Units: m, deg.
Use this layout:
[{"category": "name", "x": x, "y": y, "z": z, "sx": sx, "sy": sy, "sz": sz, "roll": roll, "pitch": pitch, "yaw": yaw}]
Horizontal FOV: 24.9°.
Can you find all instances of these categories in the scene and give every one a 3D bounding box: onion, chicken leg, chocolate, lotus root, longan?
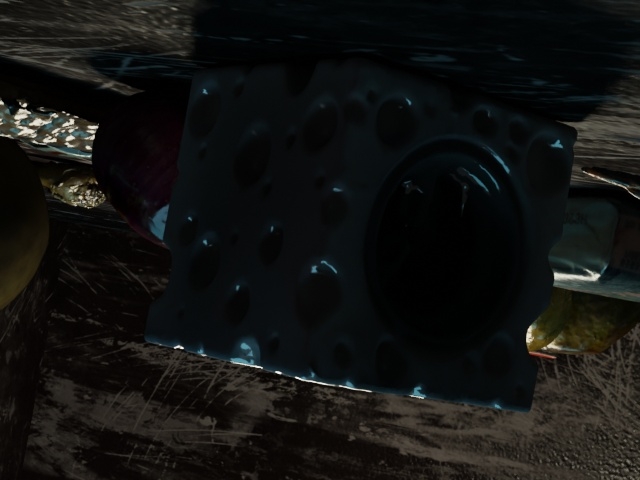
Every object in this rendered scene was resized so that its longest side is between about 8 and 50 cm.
[{"category": "onion", "x": -0.136, "y": -0.070, "z": 1.396, "sx": 0.177, "sy": 0.154, "sz": 0.177, "roll": 13, "pitch": -167, "yaw": -3}, {"category": "chicken leg", "x": -0.439, "y": -0.106, "z": 2.349, "sx": 0.197, "sy": 0.069, "sz": 0.085, "roll": 17, "pitch": -160, "yaw": -2}, {"category": "chocolate", "x": -0.306, "y": -0.140, "z": 1.454, "sx": 0.102, "sy": 0.065, "sz": 0.329, "roll": -13, "pitch": 163, "yaw": 42}, {"category": "lotus root", "x": 0.384, "y": 0.081, "z": 2.071, "sx": 0.199, "sy": 0.180, "sz": 0.188, "roll": 11, "pitch": 173, "yaw": 0}, {"category": "longan", "x": -0.506, "y": -0.028, "z": 1.878, "sx": 0.318, "sy": 0.319, "sz": 0.319, "roll": 10, "pitch": 176, "yaw": 1}]

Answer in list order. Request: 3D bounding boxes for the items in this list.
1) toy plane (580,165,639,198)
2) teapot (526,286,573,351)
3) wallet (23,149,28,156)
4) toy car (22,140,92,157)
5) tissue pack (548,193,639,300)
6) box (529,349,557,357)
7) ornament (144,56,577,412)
[{"category": "toy plane", "x": 0.320, "y": -0.049, "z": 1.232, "sx": 0.188, "sy": 0.062, "sz": 0.135, "roll": 23, "pitch": 179, "yaw": 10}, {"category": "teapot", "x": 0.256, "y": 0.032, "z": 1.930, "sx": 0.203, "sy": 0.167, "sz": 0.311, "roll": 33, "pitch": 158, "yaw": 8}, {"category": "wallet", "x": -0.584, "y": -0.139, "z": 2.137, "sx": 0.274, "sy": 0.068, "sz": 0.335, "roll": 9, "pitch": 176, "yaw": 44}, {"category": "toy car", "x": -0.296, "y": -0.126, "z": 1.652, "sx": 0.204, "sy": 0.056, "sz": 0.095, "roll": 12, "pitch": 177, "yaw": -33}, {"category": "tissue pack", "x": 0.359, "y": 0.017, "z": 1.703, "sx": 0.315, "sy": 0.103, "sz": 0.228, "roll": 12, "pitch": 174, "yaw": -38}, {"category": "box", "x": 0.327, "y": 0.088, "z": 2.295, "sx": 0.099, "sy": 0.182, "sz": 0.133, "roll": 7, "pitch": 172, "yaw": 43}, {"category": "ornament", "x": 0.032, "y": -0.003, "z": 1.193, "sx": 0.239, "sy": 0.240, "sz": 0.239, "roll": 13, "pitch": 176, "yaw": -36}]
